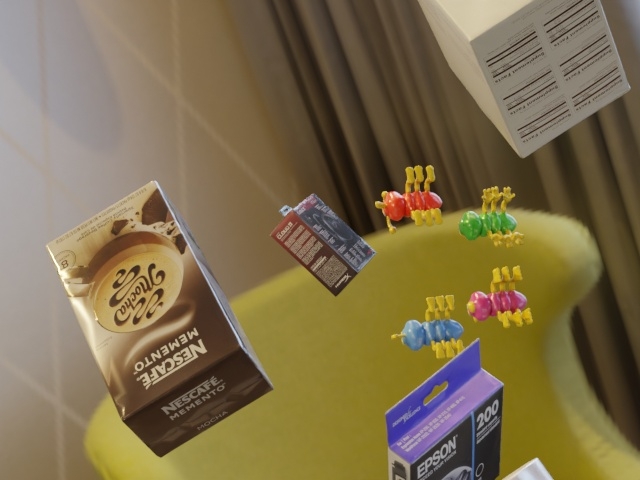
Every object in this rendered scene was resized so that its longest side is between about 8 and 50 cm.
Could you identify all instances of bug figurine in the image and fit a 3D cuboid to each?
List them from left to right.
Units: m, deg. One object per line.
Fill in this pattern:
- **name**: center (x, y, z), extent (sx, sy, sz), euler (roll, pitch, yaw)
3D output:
- **bug figurine**: center (0.189, 0.036, 1.893), extent (0.216, 0.279, 0.072), euler (-2, -18, -15)

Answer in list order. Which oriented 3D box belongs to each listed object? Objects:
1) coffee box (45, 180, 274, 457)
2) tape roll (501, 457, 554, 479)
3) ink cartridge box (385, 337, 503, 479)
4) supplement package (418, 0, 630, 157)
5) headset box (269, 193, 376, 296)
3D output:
- **coffee box**: center (-0.201, 0.093, 1.654), extent (0.168, 0.119, 0.297), euler (-31, 53, -1)
- **tape roll**: center (0.268, 0.455, 1.964), extent (0.246, 0.169, 0.246), euler (-33, -12, -8)
- **ink cartridge box**: center (0.158, 0.258, 1.679), extent (0.045, 0.208, 0.206), euler (18, 36, 36)
- **supplement package**: center (0.213, -0.244, 1.485), extent (0.149, 0.203, 0.194), euler (-32, 48, 2)
- **headset box**: center (0.000, 0.000, 1.107), extent (0.032, 0.083, 0.062), euler (-49, -2, 22)
